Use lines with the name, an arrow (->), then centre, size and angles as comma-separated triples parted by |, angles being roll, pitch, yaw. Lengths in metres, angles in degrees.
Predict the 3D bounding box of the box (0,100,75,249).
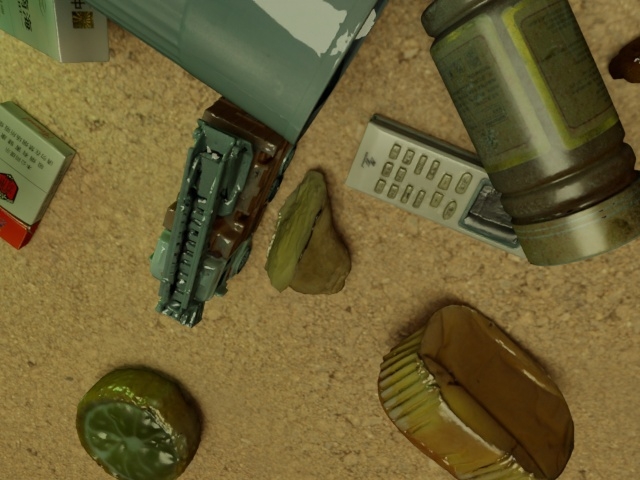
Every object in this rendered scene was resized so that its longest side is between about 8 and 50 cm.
box -> -0.531, -0.105, 0.958 | 0.139, 0.035, 0.245 | 40, 119, -7

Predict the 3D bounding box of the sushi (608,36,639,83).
sushi -> 0.403, -0.214, 0.636 | 0.120, 0.052, 0.055 | -23, 126, 22

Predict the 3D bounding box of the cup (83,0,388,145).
cup -> -0.070, -0.316, 0.542 | 0.311, 0.257, 0.331 | 31, 98, -5

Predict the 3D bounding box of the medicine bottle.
medicine bottle -> 0.246, -0.144, 0.632 | 0.151, 0.151, 0.322 | -24, 97, 25

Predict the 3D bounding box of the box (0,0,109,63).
box -> -0.358, -0.330, 0.709 | 0.243, 0.067, 0.155 | 32, 129, 36

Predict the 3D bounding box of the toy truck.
toy truck -> -0.164, -0.030, 0.810 | 0.133, 0.184, 0.338 | 28, 120, 1

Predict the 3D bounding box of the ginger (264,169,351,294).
ginger -> -0.001, -0.004, 0.843 | 0.123, 0.115, 0.193 | 13, 114, -16

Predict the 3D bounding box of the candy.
candy -> -0.368, 0.379, 1.124 | 0.260, 0.118, 0.259 | 5, 112, 13

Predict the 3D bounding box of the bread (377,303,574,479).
bread -> 0.229, 0.250, 0.857 | 0.288, 0.204, 0.156 | 37, 137, -2

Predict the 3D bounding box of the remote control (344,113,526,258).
remote control -> 0.180, -0.073, 0.768 | 0.278, 0.055, 0.102 | 23, 121, 3
